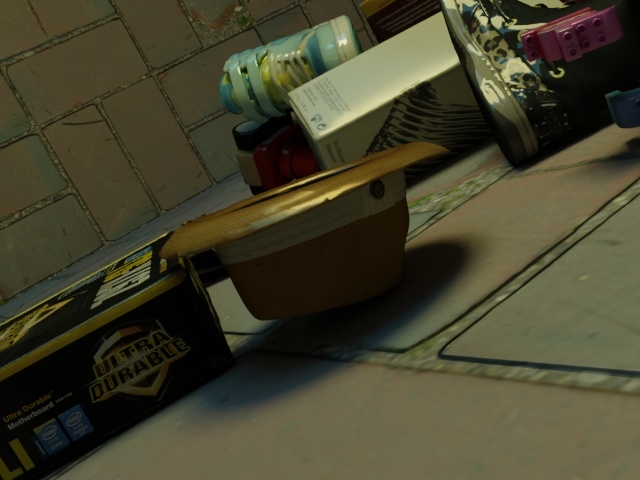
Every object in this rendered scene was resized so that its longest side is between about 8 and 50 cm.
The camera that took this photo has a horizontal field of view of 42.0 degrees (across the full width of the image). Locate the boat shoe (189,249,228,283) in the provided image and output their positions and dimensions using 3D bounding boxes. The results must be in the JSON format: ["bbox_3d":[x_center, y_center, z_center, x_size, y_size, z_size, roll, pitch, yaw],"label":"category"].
[{"bbox_3d":[-0.096,0.014,0.871,0.133,0.049,0.042,-20,39,9],"label":"boat shoe"}]

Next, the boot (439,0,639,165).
[{"bbox_3d":[0.203,-0.182,0.700,0.179,0.085,0.236,-23,48,13],"label":"boot"}]

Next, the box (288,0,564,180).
[{"bbox_3d":[0.116,-0.152,0.851,0.275,0.113,0.094,-29,45,1],"label":"box"}]

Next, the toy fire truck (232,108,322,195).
[{"bbox_3d":[0.009,-0.173,1.329,0.246,0.158,0.217,11,38,37],"label":"toy fire truck"}]

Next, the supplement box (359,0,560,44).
[{"bbox_3d":[0.182,-0.254,1.022,0.129,0.194,0.191,-33,11,-22],"label":"supplement box"}]

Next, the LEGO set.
[{"bbox_3d":[0.244,-0.119,0.492,0.227,0.087,0.093,-19,15,15],"label":"LEGO set"}]

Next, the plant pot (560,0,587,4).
[{"bbox_3d":[0.321,-0.435,1.461,0.236,0.267,0.267,-5,23,39],"label":"plant pot"}]

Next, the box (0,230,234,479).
[{"bbox_3d":[-0.208,0.094,0.655,0.257,0.079,0.322,-28,9,-7],"label":"box"}]

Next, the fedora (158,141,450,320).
[{"bbox_3d":[0.000,0.000,0.518,0.194,0.079,0.194,-19,7,2],"label":"fedora"}]

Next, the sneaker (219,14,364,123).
[{"bbox_3d":[-0.042,-0.228,1.190,0.208,0.127,0.319,-21,13,-1],"label":"sneaker"}]
